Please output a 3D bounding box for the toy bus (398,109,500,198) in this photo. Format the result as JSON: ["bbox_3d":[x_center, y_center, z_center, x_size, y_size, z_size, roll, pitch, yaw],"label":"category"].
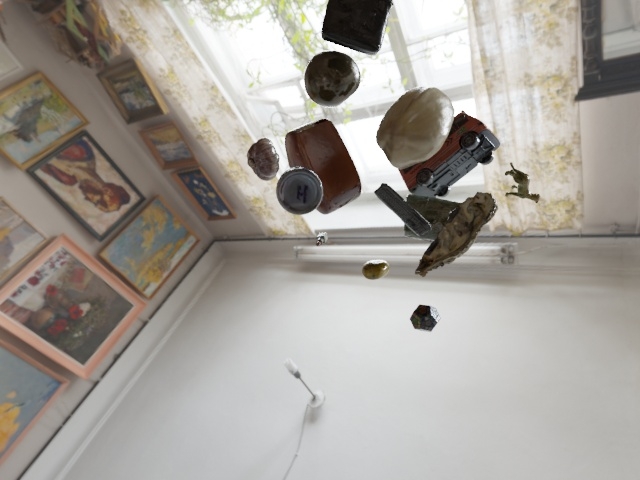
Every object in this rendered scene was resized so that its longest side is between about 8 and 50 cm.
[{"bbox_3d":[0.584,-0.385,1.878,0.427,0.203,0.232,-41,-131,26],"label":"toy bus"}]

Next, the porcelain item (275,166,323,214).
[{"bbox_3d":[-0.067,-0.159,1.281,0.147,0.147,0.114,-28,-166,3],"label":"porcelain item"}]

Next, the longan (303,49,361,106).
[{"bbox_3d":[0.052,-0.698,1.756,0.249,0.248,0.248,-19,-144,15],"label":"longan"}]

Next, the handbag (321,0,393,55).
[{"bbox_3d":[0.141,-0.841,1.528,0.080,0.247,0.222,-136,-121,-75],"label":"handbag"}]

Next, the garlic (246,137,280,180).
[{"bbox_3d":[-0.214,-0.295,1.498,0.102,0.159,0.147,-29,-117,-32],"label":"garlic"}]

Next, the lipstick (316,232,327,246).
[{"bbox_3d":[0.001,0.000,1.524,0.030,0.030,0.129,-5,-166,12],"label":"lipstick"}]

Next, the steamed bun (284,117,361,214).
[{"bbox_3d":[0.001,-0.309,1.732,0.235,0.378,0.248,-28,-173,-14],"label":"steamed bun"}]

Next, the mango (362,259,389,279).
[{"bbox_3d":[0.244,0.122,1.757,0.103,0.076,0.161,4,-167,33],"label":"mango"}]

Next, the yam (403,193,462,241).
[{"bbox_3d":[0.505,-0.088,1.802,0.272,0.202,0.201,5,-102,19],"label":"yam"}]

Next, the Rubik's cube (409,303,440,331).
[{"bbox_3d":[0.388,0.289,1.504,0.111,0.111,0.093,-26,-171,5],"label":"Rubik's cube"}]

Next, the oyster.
[{"bbox_3d":[0.426,-0.011,1.287,0.344,0.079,0.128,-52,-137,14],"label":"oyster"}]

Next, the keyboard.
[{"bbox_3d":[0.321,-0.120,1.592,0.016,0.262,0.106,-46,179,-28],"label":"keyboard"}]

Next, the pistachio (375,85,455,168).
[{"bbox_3d":[0.305,-0.357,1.259,0.208,0.226,0.331,22,-122,29],"label":"pistachio"}]

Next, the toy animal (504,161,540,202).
[{"bbox_3d":[0.885,-0.251,1.772,0.073,0.181,0.136,-38,-141,-17],"label":"toy animal"}]
